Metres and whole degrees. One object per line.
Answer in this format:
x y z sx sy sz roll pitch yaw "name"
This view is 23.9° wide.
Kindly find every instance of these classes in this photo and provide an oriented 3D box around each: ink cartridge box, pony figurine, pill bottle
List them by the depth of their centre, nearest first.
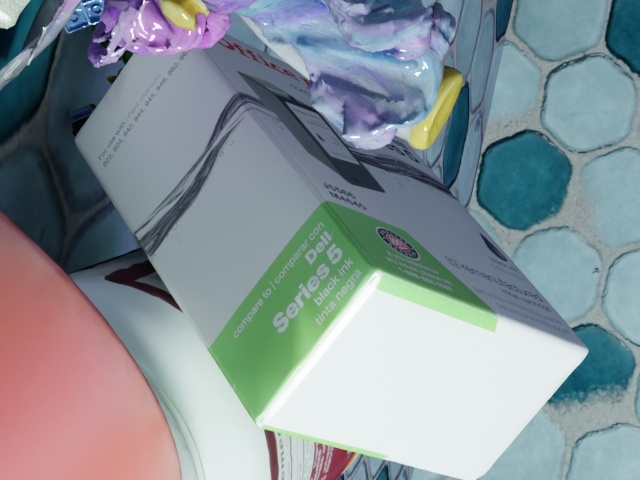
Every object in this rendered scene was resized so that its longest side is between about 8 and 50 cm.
-0.074 -0.196 0.779 0.351 0.363 0.303 -61 169 -8 "pony figurine"
0.000 0.000 0.915 0.198 0.273 0.115 21 113 -44 "ink cartridge box"
-0.111 0.121 0.963 0.392 0.224 0.224 -26 125 -71 "pill bottle"

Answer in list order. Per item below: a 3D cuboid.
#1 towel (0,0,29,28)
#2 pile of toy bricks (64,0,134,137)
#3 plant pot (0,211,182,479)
-0.164 -0.270 0.482 0.324 0.056 0.312 34 72 -34 "towel"
-0.123 -0.131 1.026 0.105 0.118 0.212 -110 180 -51 "pile of toy bricks"
-0.223 0.121 0.531 0.243 0.275 0.275 -56 153 -37 "plant pot"
